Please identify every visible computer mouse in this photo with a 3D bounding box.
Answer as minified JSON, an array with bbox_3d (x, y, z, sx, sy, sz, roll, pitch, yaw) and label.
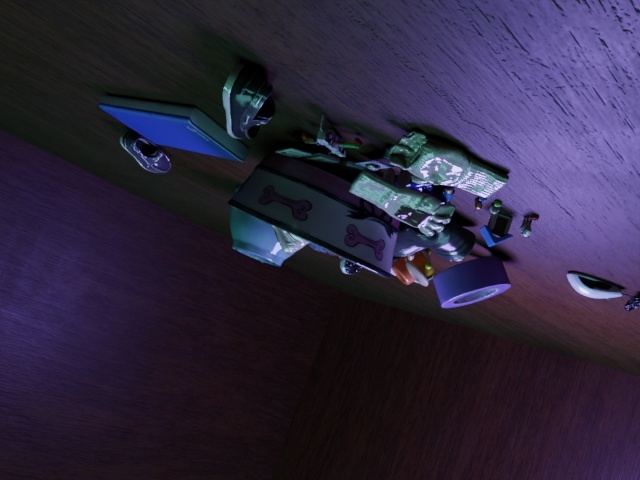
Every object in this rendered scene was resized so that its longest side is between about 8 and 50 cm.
[{"bbox_3d":[0.686,0.128,1.477,0.192,0.042,0.106,20,172,6],"label":"computer mouse"}]

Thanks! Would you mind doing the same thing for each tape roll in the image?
[{"bbox_3d":[0.399,0.112,1.618,0.188,0.080,0.189,-14,161,-5],"label":"tape roll"}]

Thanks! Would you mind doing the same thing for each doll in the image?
[{"bbox_3d":[0.200,-0.098,1.218,0.129,0.046,0.189,-2,165,44],"label":"doll"}]

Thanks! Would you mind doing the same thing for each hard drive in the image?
[{"bbox_3d":[-0.354,-0.271,1.474,0.318,0.040,0.210,15,169,33],"label":"hard drive"}]

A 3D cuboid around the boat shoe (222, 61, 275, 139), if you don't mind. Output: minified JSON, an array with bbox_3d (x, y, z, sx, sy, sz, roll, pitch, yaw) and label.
[{"bbox_3d":[-0.119,-0.225,1.072,0.079,0.084,0.233,21,168,0],"label":"boat shoe"}]

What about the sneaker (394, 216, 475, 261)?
[{"bbox_3d":[0.228,-0.029,1.469,0.286,0.109,0.130,1,150,46],"label":"sneaker"}]

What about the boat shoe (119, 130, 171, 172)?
[{"bbox_3d":[-0.510,-0.255,1.829,0.064,0.075,0.206,19,167,33],"label":"boat shoe"}]

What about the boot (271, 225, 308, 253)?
[{"bbox_3d":[-0.075,-0.080,1.815,0.165,0.213,0.077,-23,-173,28],"label":"boot"}]

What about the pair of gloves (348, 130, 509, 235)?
[{"bbox_3d":[0.183,-0.094,1.082,0.204,0.042,0.240,25,149,-18],"label":"pair of gloves"}]

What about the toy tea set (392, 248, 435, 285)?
[{"bbox_3d":[0.264,0.023,1.722,0.200,0.124,0.336,52,171,-5],"label":"toy tea set"}]

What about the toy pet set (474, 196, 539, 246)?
[{"bbox_3d":[0.354,-0.029,1.222,0.122,0.065,0.114,21,171,3],"label":"toy pet set"}]

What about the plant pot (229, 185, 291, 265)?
[{"bbox_3d":[-0.179,-0.033,2.014,0.292,0.196,0.293,21,171,4],"label":"plant pot"}]

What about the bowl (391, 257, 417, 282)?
[{"bbox_3d":[0.317,0.106,2.173,0.141,0.053,0.142,18,170,21],"label":"bowl"}]

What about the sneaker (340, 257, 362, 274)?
[{"bbox_3d":[0.087,0.016,1.682,0.086,0.237,0.085,3,122,17],"label":"sneaker"}]

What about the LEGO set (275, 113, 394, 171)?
[{"bbox_3d":[0.042,-0.179,1.180,0.182,0.060,0.244,12,177,-26],"label":"LEGO set"}]

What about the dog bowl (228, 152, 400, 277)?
[{"bbox_3d":[0.003,-0.063,1.403,0.407,0.151,0.408,24,180,0],"label":"dog bowl"}]
